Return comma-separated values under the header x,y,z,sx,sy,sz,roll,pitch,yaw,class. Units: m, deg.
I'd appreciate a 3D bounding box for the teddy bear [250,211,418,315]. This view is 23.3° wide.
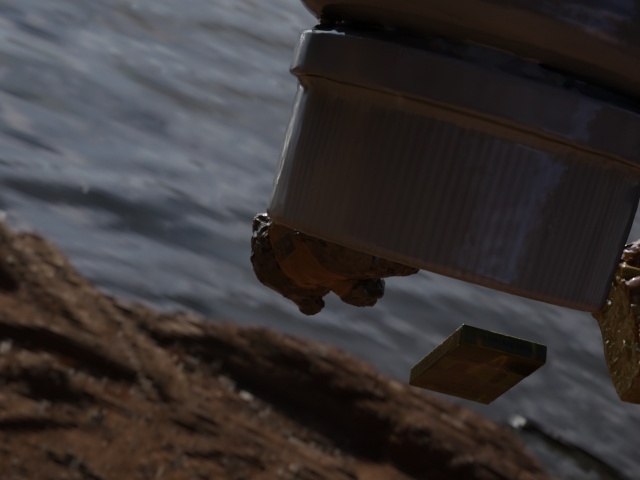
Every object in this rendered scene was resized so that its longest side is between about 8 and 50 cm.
x,y,z,sx,sy,sz,roll,pitch,yaw,class
0.000,0.000,1.661,0.140,0.190,0.177,-22,79,-40,teddy bear

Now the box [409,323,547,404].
x,y,z,sx,sy,sz,roll,pitch,yaw,class
0.208,0.168,2.074,0.121,0.193,0.030,15,65,-12,box

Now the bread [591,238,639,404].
x,y,z,sx,sy,sz,roll,pitch,yaw,class
0.441,0.094,1.692,0.274,0.114,0.185,6,48,-16,bread

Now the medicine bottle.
x,y,z,sx,sy,sz,roll,pitch,yaw,class
0.104,-0.132,0.871,0.245,0.306,0.245,16,2,-1,medicine bottle
